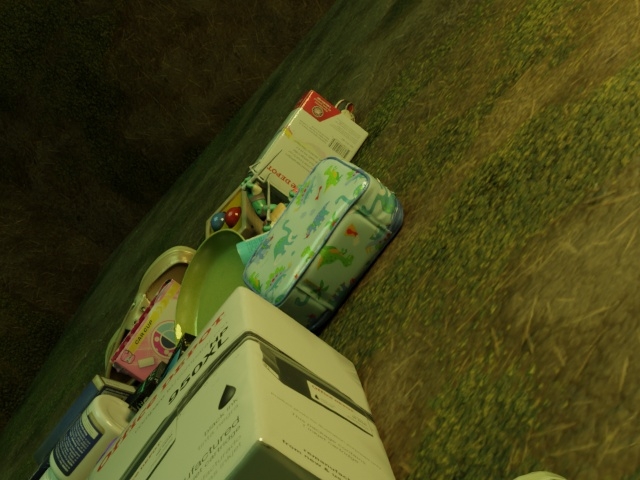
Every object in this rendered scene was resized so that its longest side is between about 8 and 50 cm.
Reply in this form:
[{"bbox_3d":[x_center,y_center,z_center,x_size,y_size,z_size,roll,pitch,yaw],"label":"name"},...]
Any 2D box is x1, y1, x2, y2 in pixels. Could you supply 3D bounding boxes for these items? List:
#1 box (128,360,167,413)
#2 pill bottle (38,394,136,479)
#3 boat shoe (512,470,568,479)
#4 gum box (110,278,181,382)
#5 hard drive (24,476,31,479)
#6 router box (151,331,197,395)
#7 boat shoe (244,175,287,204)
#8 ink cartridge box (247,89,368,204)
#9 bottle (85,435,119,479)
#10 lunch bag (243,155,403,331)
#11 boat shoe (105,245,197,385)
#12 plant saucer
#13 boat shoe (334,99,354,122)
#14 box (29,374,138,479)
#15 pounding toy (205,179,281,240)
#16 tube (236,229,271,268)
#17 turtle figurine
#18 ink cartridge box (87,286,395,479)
[{"bbox_3d":[-0.266,0.254,1.737,0.083,0.062,0.052,-47,14,20],"label":"box"},{"bbox_3d":[-0.385,0.360,1.757,0.186,0.112,0.112,-50,14,10],"label":"pill bottle"},{"bbox_3d":[0.058,0.258,0.626,0.302,0.109,0.094,-42,-1,6],"label":"boat shoe"},{"bbox_3d":[-0.282,0.176,1.888,0.188,0.107,0.062,-57,14,-14],"label":"gum box"},{"bbox_3d":[-0.520,0.556,1.750,0.237,0.064,0.339,-54,20,-7],"label":"hard drive"},{"bbox_3d":[-0.221,0.238,1.553,0.179,0.046,0.133,122,164,-46],"label":"router box"},{"bbox_3d":[-0.112,-0.078,2.013,0.065,0.083,0.183,-51,14,7],"label":"boat shoe"},{"bbox_3d":[-0.023,-0.148,1.802,0.175,0.127,0.072,-55,13,-10],"label":"ink cartridge box"},{"bbox_3d":[-0.263,0.325,1.406,0.283,0.092,0.118,-52,7,48],"label":"bottle"},{"bbox_3d":[0.000,0.000,1.385,0.219,0.090,0.176,-54,28,-1],"label":"lunch bag"},{"bbox_3d":[-0.324,0.162,2.070,0.341,0.122,0.110,-58,15,26],"label":"boat shoe"},{"bbox_3d":[-0.152,0.103,1.619,0.241,0.037,0.241,-24,60,50],"label":"plant saucer"},{"bbox_3d":[0.041,-0.214,1.944,0.043,0.049,0.137,3,39,20],"label":"boat shoe"},{"bbox_3d":[-0.405,0.342,1.842,0.225,0.136,0.036,-52,51,6],"label":"box"},{"bbox_3d":[-0.127,-0.058,1.878,0.181,0.094,0.206,-44,33,32],"label":"pounding toy"},{"bbox_3d":[-0.017,-0.014,1.505,0.207,0.052,0.080,-25,23,2],"label":"tube"},{"bbox_3d":[-0.079,-0.020,1.685,0.234,0.118,0.175,-61,23,9],"label":"turtle figurine"},{"bbox_3d":[-0.091,0.244,0.966,0.285,0.166,0.395,-51,13,7],"label":"ink cartridge box"}]
